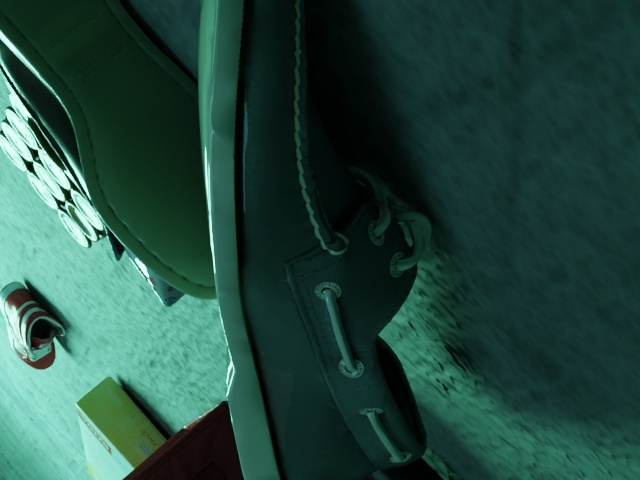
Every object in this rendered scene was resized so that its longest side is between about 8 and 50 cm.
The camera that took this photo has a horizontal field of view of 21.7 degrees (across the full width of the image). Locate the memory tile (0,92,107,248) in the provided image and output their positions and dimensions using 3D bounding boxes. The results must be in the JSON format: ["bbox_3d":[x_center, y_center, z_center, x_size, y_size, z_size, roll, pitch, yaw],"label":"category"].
[{"bbox_3d":[-0.187,-0.049,1.185,0.113,0.012,0.148,51,161,-2],"label":"memory tile"}]

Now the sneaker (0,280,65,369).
[{"bbox_3d":[-0.271,0.098,1.610,0.067,0.042,0.118,40,157,37],"label":"sneaker"}]

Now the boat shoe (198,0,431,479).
[{"bbox_3d":[0.000,0.000,0.760,0.116,0.099,0.319,-95,0,-47],"label":"boat shoe"}]

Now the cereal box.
[{"bbox_3d":[-0.162,0.240,1.617,0.173,0.047,0.240,46,160,13],"label":"cereal box"}]

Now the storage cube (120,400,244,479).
[{"bbox_3d":[-0.097,0.264,1.301,0.193,0.183,0.215,50,161,0],"label":"storage cube"}]

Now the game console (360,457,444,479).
[{"bbox_3d":[0.080,0.311,1.030,0.386,0.060,0.342,44,134,16],"label":"game console"}]

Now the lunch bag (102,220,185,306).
[{"bbox_3d":[-0.103,-0.013,0.999,0.083,0.053,0.071,50,162,33],"label":"lunch bag"}]

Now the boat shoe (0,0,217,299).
[{"bbox_3d":[-0.108,-0.065,0.876,0.228,0.081,0.068,57,165,4],"label":"boat shoe"}]
